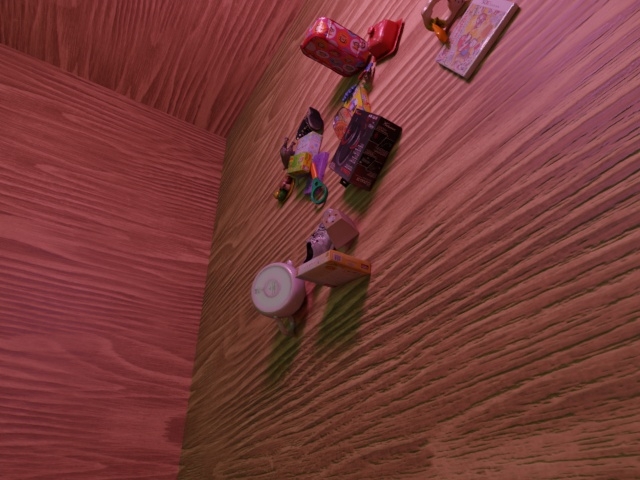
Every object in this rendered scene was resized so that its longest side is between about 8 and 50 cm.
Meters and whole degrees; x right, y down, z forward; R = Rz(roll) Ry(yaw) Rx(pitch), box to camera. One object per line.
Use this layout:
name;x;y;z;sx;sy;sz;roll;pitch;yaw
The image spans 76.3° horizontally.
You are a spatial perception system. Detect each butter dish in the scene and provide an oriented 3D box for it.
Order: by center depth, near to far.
butter dish;0.251;-0.868;1.731;0.159;0.118;0.160;6;79;63

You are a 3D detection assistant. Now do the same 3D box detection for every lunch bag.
lunch bag;0.061;-0.892;1.909;0.258;0.293;0.120;10;80;66

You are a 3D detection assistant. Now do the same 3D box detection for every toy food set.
toy food set;-0.207;-0.299;2.273;0.218;0.071;0.128;-43;39;42

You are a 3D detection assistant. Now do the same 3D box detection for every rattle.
rattle;0.445;-0.772;1.344;0.199;0.130;0.143;-31;35;13

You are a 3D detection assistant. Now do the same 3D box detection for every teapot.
teapot;-0.158;0.230;1.747;0.252;0.187;0.256;35;88;34

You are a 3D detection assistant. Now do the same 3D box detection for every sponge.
sponge;-0.020;-0.325;1.989;0.117;0.031;0.210;-2;71;60

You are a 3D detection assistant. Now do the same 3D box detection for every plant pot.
plant pot;0.065;-0.054;1.551;0.109;0.096;0.109;-36;35;8

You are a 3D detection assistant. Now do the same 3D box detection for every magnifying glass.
magnifying glass;-0.017;-0.269;1.907;0.092;0.026;0.231;-32;57;30

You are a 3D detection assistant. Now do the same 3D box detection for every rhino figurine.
rhino figurine;-0.178;-0.453;2.241;0.243;0.073;0.106;91;-166;-69

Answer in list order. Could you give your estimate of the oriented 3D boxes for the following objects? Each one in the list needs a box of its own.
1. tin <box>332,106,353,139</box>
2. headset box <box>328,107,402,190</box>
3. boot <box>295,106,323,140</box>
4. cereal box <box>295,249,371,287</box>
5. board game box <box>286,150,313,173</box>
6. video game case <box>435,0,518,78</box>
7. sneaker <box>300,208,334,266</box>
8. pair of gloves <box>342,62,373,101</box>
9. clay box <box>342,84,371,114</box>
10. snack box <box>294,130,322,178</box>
tin;0.104;-0.501;1.751;0.106;0.040;0.190;-59;31;34
headset box;0.158;-0.342;1.583;0.293;0.110;0.218;-63;29;15
boot;-0.065;-0.594;2.185;0.179;0.085;0.236;-56;25;32
cereal box;0.040;0.107;1.455;0.240;0.172;0.048;-28;50;52
board game box;-0.105;-0.377;2.014;0.181;0.043;0.092;5;82;61
video game case;0.477;-0.641;1.275;0.227;0.026;0.206;-57;30;26
sneaker;0.000;0.000;1.656;0.105;0.115;0.282;-4;70;61
pair of gloves;0.165;-0.711;1.832;0.198;0.023;0.159;-46;9;34
clay box;0.157;-0.583;1.798;0.127;0.053;0.222;-45;38;41
snack box;-0.078;-0.444;2.129;0.174;0.070;0.207;-7;66;61
